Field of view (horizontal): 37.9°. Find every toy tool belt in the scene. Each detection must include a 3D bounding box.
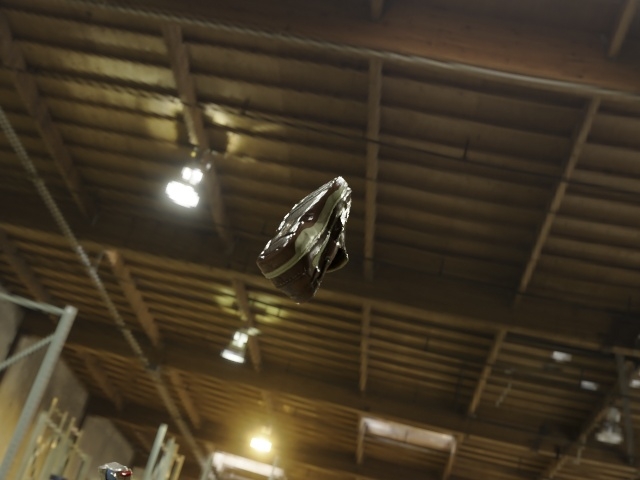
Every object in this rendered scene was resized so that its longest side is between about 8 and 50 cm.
[{"bbox_3d":[-0.328,0.394,1.516,0.052,0.051,0.083,-6,6,-38],"label":"toy tool belt"}]

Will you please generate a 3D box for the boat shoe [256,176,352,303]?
[{"bbox_3d":[-0.006,0.003,1.281,0.095,0.257,0.095,-30,-76,34],"label":"boat shoe"}]
